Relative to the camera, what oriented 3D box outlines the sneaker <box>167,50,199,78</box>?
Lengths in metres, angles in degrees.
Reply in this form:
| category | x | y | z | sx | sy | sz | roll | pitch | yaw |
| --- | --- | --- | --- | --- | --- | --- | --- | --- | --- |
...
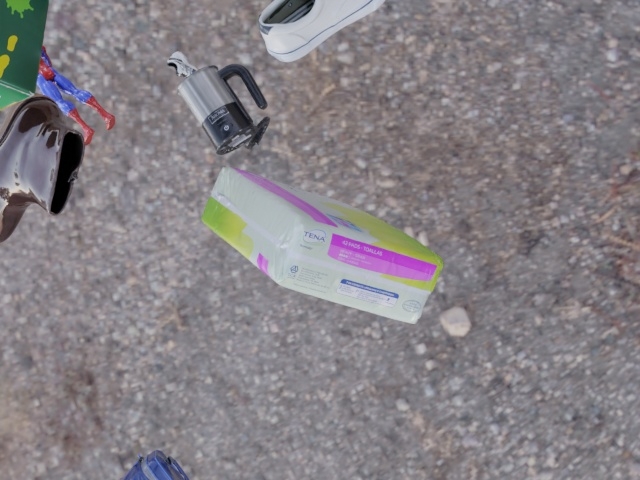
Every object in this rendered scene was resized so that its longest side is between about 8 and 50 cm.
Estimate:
| category | x | y | z | sx | sy | sz | roll | pitch | yaw |
| --- | --- | --- | --- | --- | --- | --- | --- | --- | --- |
| sneaker | -0.247 | -0.308 | 1.866 | 0.083 | 0.037 | 0.032 | 43 | 156 | 7 |

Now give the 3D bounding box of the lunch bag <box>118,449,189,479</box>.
| category | x | y | z | sx | sy | sz | roll | pitch | yaw |
| --- | --- | --- | --- | --- | --- | --- | --- | --- | --- |
| lunch bag | -0.173 | 0.275 | 1.110 | 0.065 | 0.067 | 0.098 | -36 | 95 | -6 |

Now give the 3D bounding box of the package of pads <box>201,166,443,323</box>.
| category | x | y | z | sx | sy | sz | roll | pitch | yaw |
| --- | --- | --- | --- | --- | --- | --- | --- | --- | --- |
| package of pads | 0.000 | 0.000 | 1.347 | 0.296 | 0.229 | 0.101 | 35 | 106 | 59 |

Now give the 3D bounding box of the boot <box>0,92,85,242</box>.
| category | x | y | z | sx | sy | sz | roll | pitch | yaw |
| --- | --- | --- | --- | --- | --- | --- | --- | --- | --- |
| boot | -0.411 | -0.075 | 1.407 | 0.207 | 0.090 | 0.248 | 39 | 114 | 49 |

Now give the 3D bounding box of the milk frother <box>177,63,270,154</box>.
| category | x | y | z | sx | sy | sz | roll | pitch | yaw |
| --- | --- | --- | --- | --- | --- | --- | --- | --- | --- |
| milk frother | -0.163 | -0.228 | 1.787 | 0.134 | 0.129 | 0.143 | 58 | 167 | 9 |

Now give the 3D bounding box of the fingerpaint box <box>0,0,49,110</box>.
| category | x | y | z | sx | sy | sz | roll | pitch | yaw |
| --- | --- | --- | --- | --- | --- | --- | --- | --- | --- |
| fingerpaint box | -0.492 | -0.303 | 1.173 | 0.445 | 0.163 | 0.371 | -12 | 67 | 42 |

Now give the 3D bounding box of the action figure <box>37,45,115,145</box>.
| category | x | y | z | sx | sy | sz | roll | pitch | yaw |
| --- | --- | --- | --- | --- | --- | --- | --- | --- | --- |
| action figure | -0.528 | -0.288 | 1.968 | 0.280 | 0.091 | 0.139 | 46 | 147 | 5 |

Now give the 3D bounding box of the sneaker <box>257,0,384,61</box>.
| category | x | y | z | sx | sy | sz | roll | pitch | yaw |
| --- | --- | --- | --- | --- | --- | --- | --- | --- | --- |
| sneaker | 0.020 | -0.369 | 1.507 | 0.258 | 0.091 | 0.094 | -41 | 63 | -1 |
